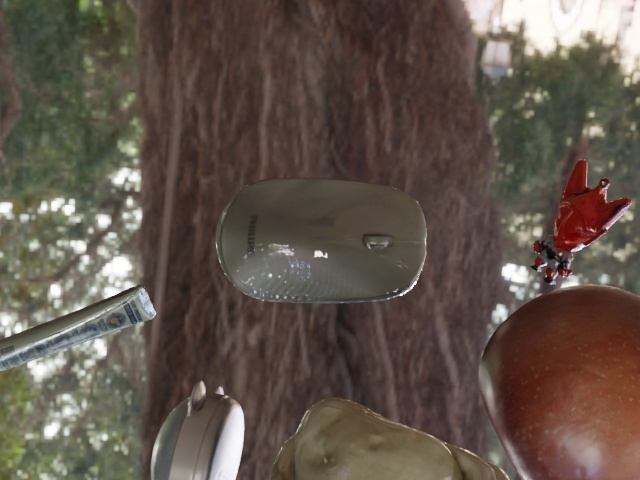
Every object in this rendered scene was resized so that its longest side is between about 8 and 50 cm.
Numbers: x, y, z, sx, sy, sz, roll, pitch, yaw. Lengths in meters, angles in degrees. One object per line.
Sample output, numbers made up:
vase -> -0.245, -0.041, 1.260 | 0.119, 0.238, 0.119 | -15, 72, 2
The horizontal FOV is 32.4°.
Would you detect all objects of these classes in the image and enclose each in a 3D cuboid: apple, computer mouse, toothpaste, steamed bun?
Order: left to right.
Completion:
toothpaste -> -0.333, 0.119, 1.428 | 0.239, 0.062, 0.039 | -20, -140, -4
computer mouse -> 0.000, 0.000, 1.718 | 0.330, 0.197, 0.095 | 0, 178, 6
steamed bun -> 0.087, 0.371, 1.435 | 0.339, 0.247, 0.352 | 28, 167, -6
apple -> 0.227, 0.130, 0.903 | 0.162, 0.201, 0.201 | -27, -170, 13

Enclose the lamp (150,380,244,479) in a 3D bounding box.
lamp -> -0.172, 0.315, 1.485 | 0.107, 0.246, 0.179 | 4, 169, 14

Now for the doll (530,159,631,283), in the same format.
doll -> 0.354, -0.018, 1.546 | 0.057, 0.169, 0.109 | 16, -155, -42
